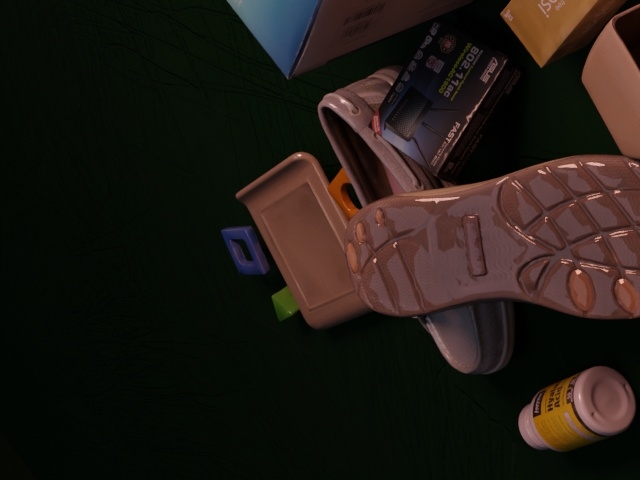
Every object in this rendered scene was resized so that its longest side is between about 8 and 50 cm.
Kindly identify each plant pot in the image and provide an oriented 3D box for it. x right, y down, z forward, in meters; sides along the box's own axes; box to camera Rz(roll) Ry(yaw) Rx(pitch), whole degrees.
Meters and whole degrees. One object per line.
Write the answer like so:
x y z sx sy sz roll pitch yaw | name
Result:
0.254 -0.117 0.904 0.109 0.109 0.096 62 161 2 | plant pot

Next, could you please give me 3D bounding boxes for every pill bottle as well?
0.237 0.162 1.170 0.065 0.065 0.116 59 149 7 | pill bottle

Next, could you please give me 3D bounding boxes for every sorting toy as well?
0.000 0.000 1.423 0.196 0.047 0.348 59 149 -2 | sorting toy

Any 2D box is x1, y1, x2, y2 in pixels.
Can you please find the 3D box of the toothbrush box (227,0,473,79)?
-0.013 -0.309 1.042 0.295 0.216 0.126 53 147 15 | toothbrush box

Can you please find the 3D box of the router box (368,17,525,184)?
0.111 -0.126 1.106 0.092 0.038 0.122 39 105 34 | router box

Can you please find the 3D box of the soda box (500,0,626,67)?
0.210 -0.209 0.933 0.058 0.061 0.181 55 148 13 | soda box

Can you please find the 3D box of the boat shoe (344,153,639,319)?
0.193 -0.009 1.039 0.355 0.130 0.132 -1 99 32 | boat shoe

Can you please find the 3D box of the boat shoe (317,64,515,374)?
0.094 -0.008 1.217 0.118 0.103 0.320 -4 109 57 | boat shoe
